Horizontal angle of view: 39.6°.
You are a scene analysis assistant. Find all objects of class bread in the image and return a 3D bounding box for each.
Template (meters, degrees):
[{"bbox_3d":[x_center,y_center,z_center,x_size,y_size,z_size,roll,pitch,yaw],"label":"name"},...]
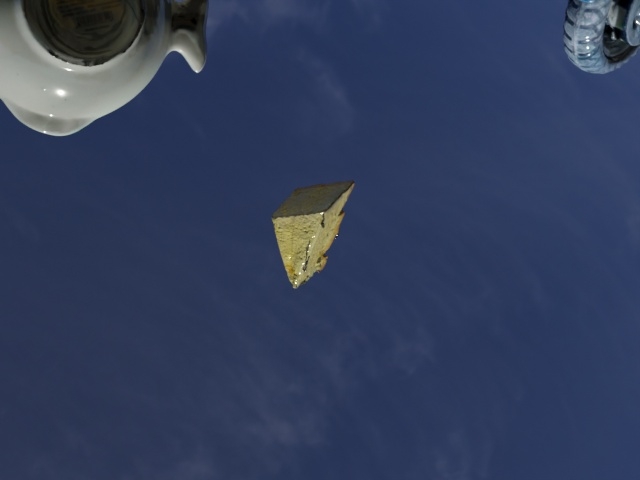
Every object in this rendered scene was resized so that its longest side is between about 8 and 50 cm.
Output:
[{"bbox_3d":[0.000,0.000,0.986,0.084,0.080,0.109,-44,-55,-52],"label":"bread"}]

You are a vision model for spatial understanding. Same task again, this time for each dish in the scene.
[{"bbox_3d":[-0.204,-0.204,0.789,0.246,0.078,0.224,0,-82,-28],"label":"dish"}]

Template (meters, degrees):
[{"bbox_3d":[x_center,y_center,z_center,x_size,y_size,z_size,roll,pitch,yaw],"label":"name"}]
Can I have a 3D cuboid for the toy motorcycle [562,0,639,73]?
[{"bbox_3d":[0.183,-0.183,0.392,0.092,0.135,0.254,35,-105,33],"label":"toy motorcycle"}]
